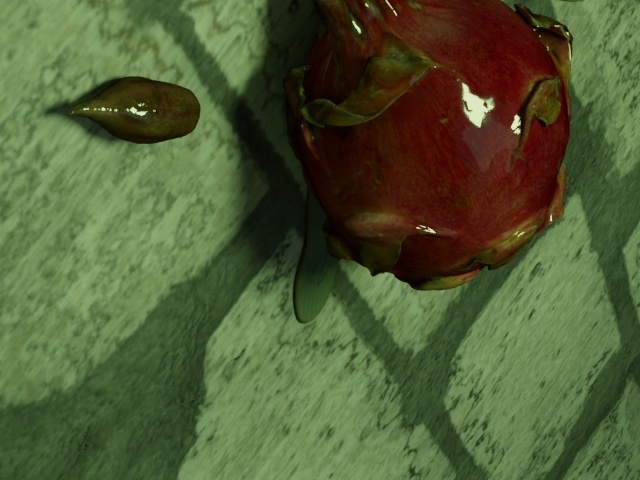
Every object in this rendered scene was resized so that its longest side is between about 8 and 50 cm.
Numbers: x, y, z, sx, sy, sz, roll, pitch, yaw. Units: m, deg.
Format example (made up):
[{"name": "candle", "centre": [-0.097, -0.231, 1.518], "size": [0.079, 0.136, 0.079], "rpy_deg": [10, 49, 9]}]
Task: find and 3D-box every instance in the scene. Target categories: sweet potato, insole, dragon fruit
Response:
[{"name": "sweet potato", "centre": [-0.134, -0.089, 1.089], "size": [0.117, 0.049, 0.049], "rpy_deg": [-5, 120, -51]}, {"name": "insole", "centre": [0.000, 0.000, 1.414], "size": [0.064, 0.004, 0.188], "rpy_deg": [-34, 142, -40]}, {"name": "dragon fruit", "centre": [0.093, -0.094, 1.262], "size": [0.250, 0.250, 0.315], "rpy_deg": [-31, 123, -41]}]
